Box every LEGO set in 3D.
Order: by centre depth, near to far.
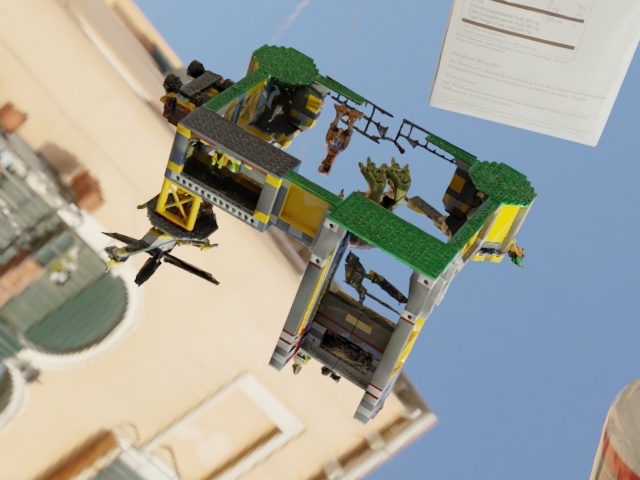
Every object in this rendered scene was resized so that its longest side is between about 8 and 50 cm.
[{"bbox_3d":[0.000,0.000,1.016,0.331,0.192,0.255,26,-144,6],"label":"LEGO set"}]

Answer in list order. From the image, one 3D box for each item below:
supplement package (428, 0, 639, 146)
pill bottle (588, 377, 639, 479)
[{"bbox_3d":[0.172,-0.210,0.844,0.134,0.244,0.139,14,-129,4],"label":"supplement package"},{"bbox_3d":[0.333,0.321,1.102,0.210,0.362,0.210,6,-154,-3],"label":"pill bottle"}]
